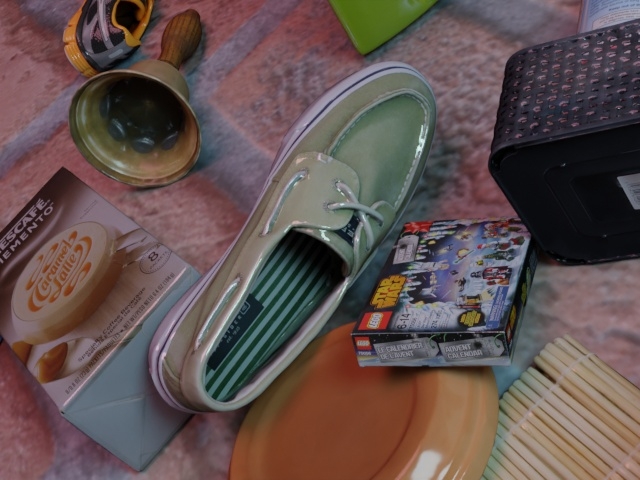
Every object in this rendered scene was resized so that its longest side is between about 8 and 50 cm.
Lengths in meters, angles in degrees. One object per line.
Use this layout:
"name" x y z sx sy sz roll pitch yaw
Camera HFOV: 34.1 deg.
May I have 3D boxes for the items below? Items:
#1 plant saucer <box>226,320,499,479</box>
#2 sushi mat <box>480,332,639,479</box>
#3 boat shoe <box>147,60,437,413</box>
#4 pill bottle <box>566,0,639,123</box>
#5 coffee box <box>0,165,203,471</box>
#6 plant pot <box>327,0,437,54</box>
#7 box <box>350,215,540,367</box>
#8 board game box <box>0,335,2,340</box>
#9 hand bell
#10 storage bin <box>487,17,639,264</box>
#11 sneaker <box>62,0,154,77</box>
"plant saucer" 0.016 0.122 0.656 0.200 0.037 0.200 -28 34 21
"sushi mat" 0.170 0.173 0.519 0.151 0.019 0.316 -45 40 -3
"boat shoe" 0.000 0.000 0.730 0.302 0.109 0.094 -55 25 -13
"pill bottle" 0.220 -0.147 0.714 0.087 0.087 0.160 -8 50 34
"coffee box" -0.180 0.053 0.847 0.141 0.098 0.246 -49 40 -9
"plant pot" 0.052 -0.342 0.929 0.207 0.227 0.228 -27 41 8
"box" 0.083 0.029 0.660 0.094 0.027 0.137 -4 29 22
"board game box" -0.405 0.067 0.983 0.170 0.141 0.048 -7 49 35
"hand bell" -0.154 -0.171 1.053 0.126 0.126 0.242 -21 31 23
"storage bin" 0.204 -0.061 0.620 0.180 0.122 0.084 -10 49 32
"sneaker" -0.229 -0.283 1.214 0.083 0.084 0.214 -12 57 28
